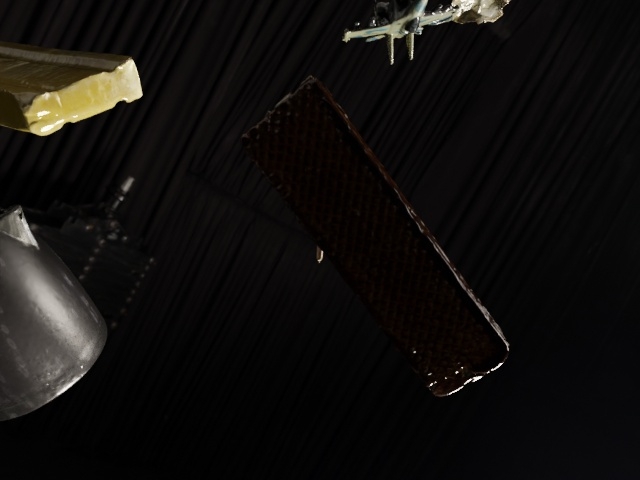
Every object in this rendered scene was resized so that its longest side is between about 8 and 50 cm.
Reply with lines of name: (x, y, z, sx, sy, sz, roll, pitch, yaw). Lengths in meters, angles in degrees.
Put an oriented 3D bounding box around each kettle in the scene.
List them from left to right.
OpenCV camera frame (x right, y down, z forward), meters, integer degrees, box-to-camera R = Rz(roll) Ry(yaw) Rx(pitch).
kettle: (-0.471, 0.076, 0.641, 0.207, 0.268, 0.290, -120, 12, -52)

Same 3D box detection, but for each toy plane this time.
toy plane: (0.131, -0.347, 0.756, 0.192, 0.088, 0.262, -11, -178, 1)

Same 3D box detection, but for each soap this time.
soap: (-0.265, -0.139, 0.431, 0.252, 0.092, 0.037, 20, 135, 34)

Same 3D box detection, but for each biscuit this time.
biscuit: (0.068, 0.003, 0.570, 0.388, 0.107, 0.073, 53, -164, -7)

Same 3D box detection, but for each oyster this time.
oyster: (0.280, -0.439, 0.855, 0.103, 0.051, 0.148, 7, 166, 3)

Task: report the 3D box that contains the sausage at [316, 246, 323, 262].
sausage: (0.000, 0.000, 1.106, 0.015, 0.100, 0.015, 4, 169, 1)
